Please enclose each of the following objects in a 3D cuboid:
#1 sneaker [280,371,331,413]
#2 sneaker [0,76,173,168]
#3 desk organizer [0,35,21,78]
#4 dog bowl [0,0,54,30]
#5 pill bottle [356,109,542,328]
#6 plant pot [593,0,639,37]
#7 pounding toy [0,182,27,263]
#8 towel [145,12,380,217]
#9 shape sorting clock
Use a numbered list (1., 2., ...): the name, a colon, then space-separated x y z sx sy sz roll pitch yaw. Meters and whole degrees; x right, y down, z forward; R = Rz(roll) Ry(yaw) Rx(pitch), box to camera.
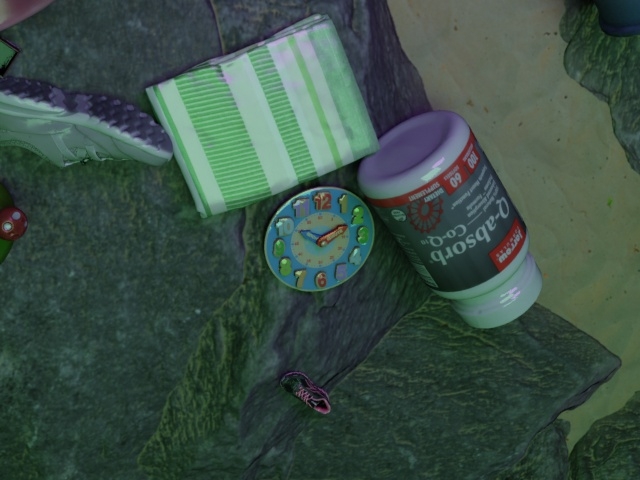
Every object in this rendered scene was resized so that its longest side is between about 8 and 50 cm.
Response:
1. sneaker: -0.024 0.293 1.609 0.119 0.057 0.047 34 99 -26
2. sneaker: -0.366 -0.160 1.293 0.281 0.105 0.115 16 119 -9
3. desk organizer: -0.499 -0.290 1.213 0.130 0.050 0.047 34 97 -27
4. dog bowl: -0.445 -0.355 0.988 0.408 0.408 0.150 -27 92 -7
5. pill bottle: 0.238 -0.029 1.483 0.210 0.210 0.363 -38 118 -1
6. plant pot: 0.507 -0.557 1.316 0.341 0.341 0.334 -41 109 0
7. pounding toy: -0.518 -0.011 1.224 0.237 0.110 0.182 17 90 -58
8. towel: -0.090 -0.199 1.378 0.325 0.038 0.247 -24 105 -10
9. shape sorting clock: 0.000 0.000 1.508 0.206 0.040 0.206 -7 113 -16
